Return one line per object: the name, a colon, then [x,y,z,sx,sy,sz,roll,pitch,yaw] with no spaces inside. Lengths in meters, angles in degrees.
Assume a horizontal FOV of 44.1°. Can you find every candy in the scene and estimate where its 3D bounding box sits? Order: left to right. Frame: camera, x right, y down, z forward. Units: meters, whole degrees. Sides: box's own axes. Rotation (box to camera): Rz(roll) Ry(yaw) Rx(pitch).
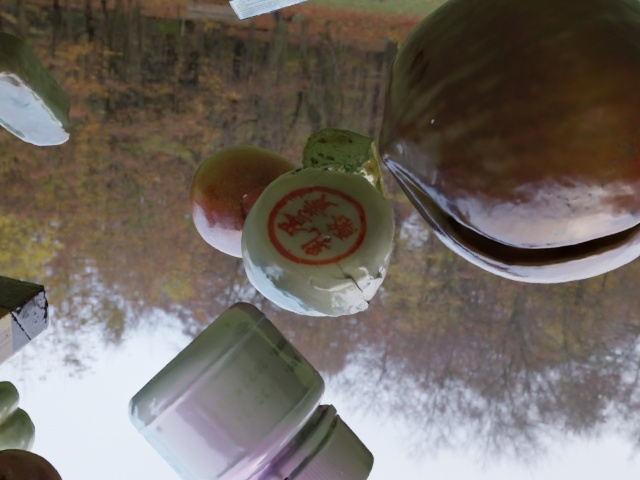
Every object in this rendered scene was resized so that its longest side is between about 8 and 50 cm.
candy: [-0.521,-0.258,1.374,0.102,0.104,0.234,-11,153,5]

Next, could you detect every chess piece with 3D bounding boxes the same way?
chess piece: [-0.529,0.240,1.230,0.133,0.243,0.133,-25,-166,6]

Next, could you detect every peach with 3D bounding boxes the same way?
peach: [-0.138,-0.076,1.533,0.231,0.231,0.231,6,-167,-1]

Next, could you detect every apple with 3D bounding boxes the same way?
apple: [-0.413,0.346,1.034,0.153,0.120,0.153,1,-138,-1]

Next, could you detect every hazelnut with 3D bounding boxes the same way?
hazelnut: [0.296,-0.147,1.072,0.402,0.429,0.402,-15,155,-7]

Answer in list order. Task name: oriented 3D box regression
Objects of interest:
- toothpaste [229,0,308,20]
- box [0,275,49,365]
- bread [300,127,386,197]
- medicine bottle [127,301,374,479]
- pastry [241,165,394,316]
toothpaste: [-0.047,-0.344,1.083,0.164,0.034,0.046,-6,-136,32]
box: [-0.743,0.186,1.492,0.264,0.115,0.415,11,-156,14]
bread: [0.059,-0.131,1.957,0.238,0.252,0.196,18,-129,39]
medicine bottle: [-0.094,0.266,1.125,0.302,0.241,0.241,47,-163,0]
pastry: [-0.002,-0.002,1.266,0.265,0.133,0.264,1,-126,-1]
